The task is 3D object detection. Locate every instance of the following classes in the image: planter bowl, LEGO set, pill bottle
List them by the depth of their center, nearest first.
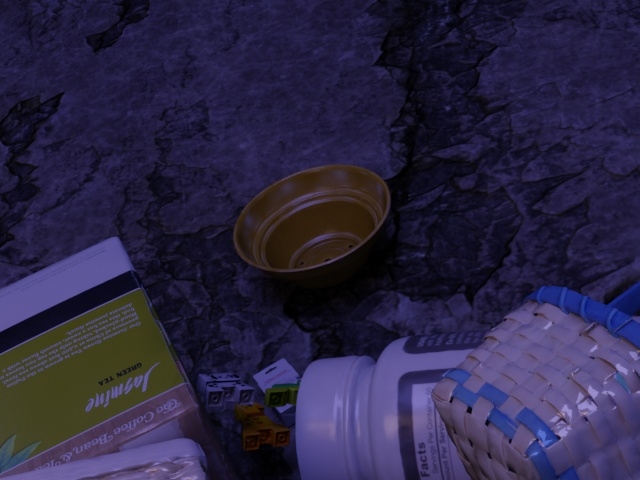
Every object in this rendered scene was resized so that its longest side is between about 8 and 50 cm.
[{"bbox_3d":[0.170,0.192,1.423,0.361,0.204,0.204,-6,39,18],"label":"pill bottle"},{"bbox_3d":[-0.049,0.188,1.593,0.227,0.087,0.093,0,16,-29],"label":"LEGO set"},{"bbox_3d":[0.000,0.000,1.837,0.217,0.090,0.217,-13,37,10],"label":"planter bowl"}]

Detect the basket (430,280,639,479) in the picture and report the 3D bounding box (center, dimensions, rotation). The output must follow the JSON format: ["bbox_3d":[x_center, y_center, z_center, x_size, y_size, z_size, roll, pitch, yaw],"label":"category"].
[{"bbox_3d":[0.261,0.129,1.168,0.289,0.201,0.255,-34,22,-10],"label":"basket"}]

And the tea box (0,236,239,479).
[{"bbox_3d":[-0.214,0.236,1.448,0.220,0.329,0.323,-26,38,-7],"label":"tea box"}]

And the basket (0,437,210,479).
[{"bbox_3d":[-0.205,0.391,1.159,0.331,0.328,0.266,-13,23,-15],"label":"basket"}]

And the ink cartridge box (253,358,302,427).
[{"bbox_3d":[-0.043,0.184,1.679,0.048,0.028,0.083,-30,38,-12],"label":"ink cartridge box"}]
